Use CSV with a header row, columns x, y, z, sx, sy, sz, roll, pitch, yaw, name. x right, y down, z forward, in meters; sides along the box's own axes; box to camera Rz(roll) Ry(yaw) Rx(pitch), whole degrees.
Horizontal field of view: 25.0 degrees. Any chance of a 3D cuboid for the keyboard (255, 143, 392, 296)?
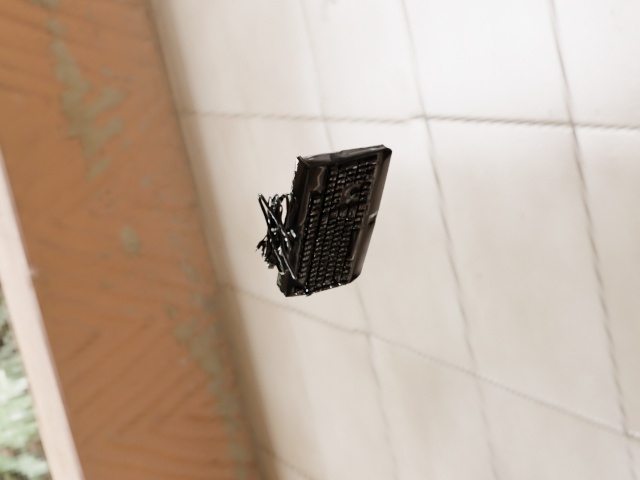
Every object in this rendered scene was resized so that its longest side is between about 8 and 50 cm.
x,y,z,sx,sy,sz,roll,pitch,yaw,name
0.000,0.000,1.107,0.192,0.100,0.038,99,157,-57,keyboard
